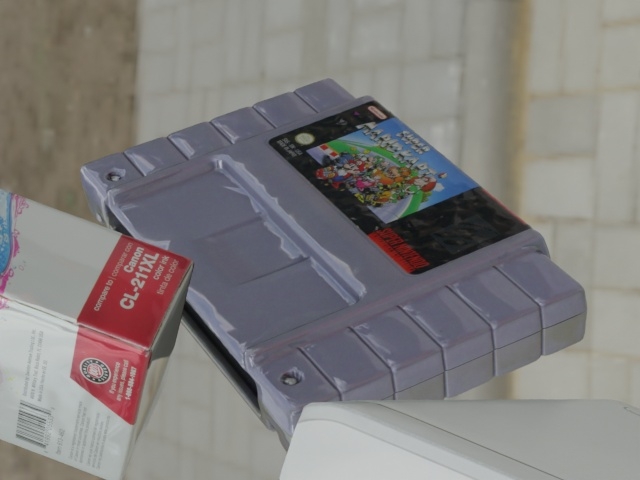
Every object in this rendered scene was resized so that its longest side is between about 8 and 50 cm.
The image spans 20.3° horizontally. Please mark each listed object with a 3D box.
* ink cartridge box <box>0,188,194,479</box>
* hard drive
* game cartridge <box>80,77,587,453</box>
[{"bbox_3d":[-0.169,0.041,0.962,0.127,0.175,0.072,108,-176,-49],"label":"ink cartridge box"},{"bbox_3d":[0.164,0.127,0.797,0.233,0.353,0.047,20,94,27],"label":"hard drive"},{"bbox_3d":[0.000,0.000,1.260,0.355,0.230,0.068,44,153,49],"label":"game cartridge"}]
